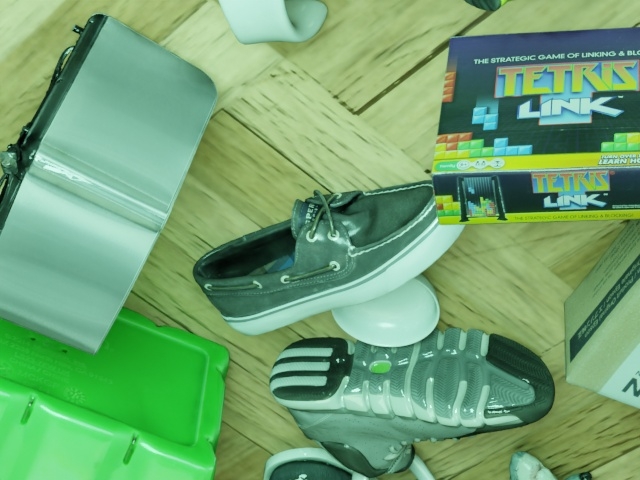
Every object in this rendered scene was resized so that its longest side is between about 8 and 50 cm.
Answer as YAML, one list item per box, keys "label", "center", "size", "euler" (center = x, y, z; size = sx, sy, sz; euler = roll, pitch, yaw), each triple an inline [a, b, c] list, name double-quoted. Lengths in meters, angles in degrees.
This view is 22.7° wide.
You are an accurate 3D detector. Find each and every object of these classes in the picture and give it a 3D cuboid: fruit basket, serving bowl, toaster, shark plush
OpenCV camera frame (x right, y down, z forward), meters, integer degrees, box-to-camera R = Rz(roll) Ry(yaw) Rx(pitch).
- label: "fruit basket"
  center: [-0.278, 0.224, 1.266]
  size: [0.392, 0.283, 0.392]
  euler: [1, 120, 1]
- label: "serving bowl"
  center: [0.050, 0.044, 1.216]
  size: [0.083, 0.027, 0.083]
  euler: [5, 133, 5]
- label: "toaster"
  center: [-0.159, -0.033, 1.072]
  size: [0.110, 0.185, 0.168]
  euler: [25, 132, -7]
- label: "shark plush"
  center: [0.182, 0.233, 1.379]
  size: [0.067, 0.073, 0.161]
  euler: [27, 157, 11]

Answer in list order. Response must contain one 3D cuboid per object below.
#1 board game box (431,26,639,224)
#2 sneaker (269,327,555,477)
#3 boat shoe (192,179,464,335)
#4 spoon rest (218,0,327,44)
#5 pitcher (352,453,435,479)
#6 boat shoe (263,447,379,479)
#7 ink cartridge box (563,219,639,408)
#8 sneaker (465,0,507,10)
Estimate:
- label: "board game box"
  center: [0.161, -0.075, 1.004]
  size: [0.170, 0.141, 0.048]
  euler: [-2, 134, 12]
- label: "sneaker"
  center: [0.082, 0.138, 1.273]
  size: [0.229, 0.086, 0.132]
  euler: [3, 139, 21]
- label: "boat shoe"
  center: [0.000, 0.000, 1.155]
  size: [0.229, 0.080, 0.076]
  euler: [-21, 128, 37]
- label: "spoon rest"
  center: [-0.047, -0.223, 0.940]
  size: [0.137, 0.084, 0.276]
  euler: [-2, 134, 12]
- label: "pitcher"
  center: [0.101, 0.278, 1.348]
  size: [0.207, 0.177, 0.125]
  euler: [24, 162, -22]
- label: "boat shoe"
  center: [0.034, 0.304, 1.423]
  size: [0.114, 0.091, 0.302]
  euler: [-16, 129, 24]
- label: "ink cartridge box"
  center: [0.320, 0.055, 1.138]
  size: [0.235, 0.088, 0.193]
  euler: [20, 132, -10]
- label: "sneaker"
  center: [0.107, -0.281, 0.851]
  size: [0.121, 0.111, 0.299]
  euler: [-24, 124, -27]
